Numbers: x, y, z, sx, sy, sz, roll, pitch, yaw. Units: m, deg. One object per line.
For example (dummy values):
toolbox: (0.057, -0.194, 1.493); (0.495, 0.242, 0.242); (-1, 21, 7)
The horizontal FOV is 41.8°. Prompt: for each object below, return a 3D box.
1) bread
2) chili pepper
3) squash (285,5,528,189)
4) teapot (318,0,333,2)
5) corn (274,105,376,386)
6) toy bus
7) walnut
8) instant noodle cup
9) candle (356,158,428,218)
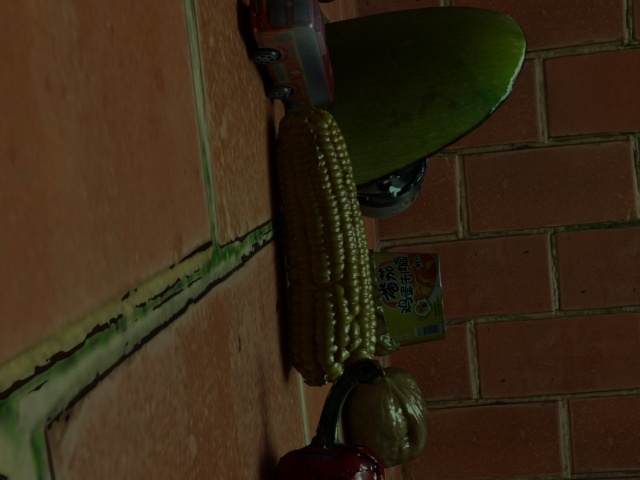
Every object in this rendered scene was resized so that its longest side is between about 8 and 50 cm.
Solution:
bread: (0.105, 0.133, 1.780); (0.128, 0.087, 0.232); (-117, -165, -84)
chili pepper: (0.006, 0.297, 0.737); (0.110, 0.110, 0.388); (60, 31, -75)
squash: (0.116, -0.207, 1.130); (0.210, 0.308, 0.234); (76, 11, -53)
teapot: (-0.003, -0.402, 1.134); (0.245, 0.116, 0.159); (-45, 117, -78)
corn: (0.005, 0.000, 0.923); (0.102, 0.101, 0.313); (31, 54, -82)
toy bus: (-0.029, -0.203, 0.890); (0.192, 0.077, 0.065); (64, 20, -74)
walnut: (0.115, 0.302, 1.449); (0.155, 0.155, 0.184); (-85, 166, -55)
instant noodle cup: (0.189, 0.136, 1.978); (0.264, 0.200, 0.265); (-6, 90, -82)
candle: (0.110, -0.133, 1.570); (0.330, 0.187, 0.188); (55, 30, -81)
